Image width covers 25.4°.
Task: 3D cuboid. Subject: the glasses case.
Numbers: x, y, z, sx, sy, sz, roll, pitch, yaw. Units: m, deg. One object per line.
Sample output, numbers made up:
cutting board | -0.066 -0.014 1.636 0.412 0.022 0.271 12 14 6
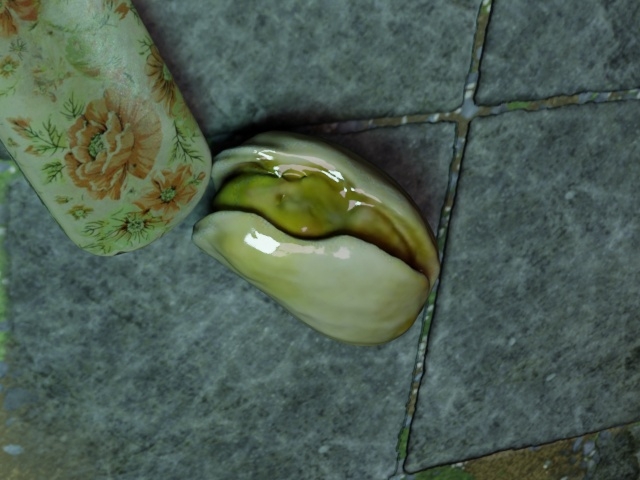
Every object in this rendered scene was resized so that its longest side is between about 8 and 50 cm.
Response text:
glasses case | -0.224 -0.158 1.181 0.156 0.098 0.425 -37 132 -11

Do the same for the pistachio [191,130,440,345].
pistachio | 0.000 0.000 1.390 0.288 0.197 0.166 33 60 -33
